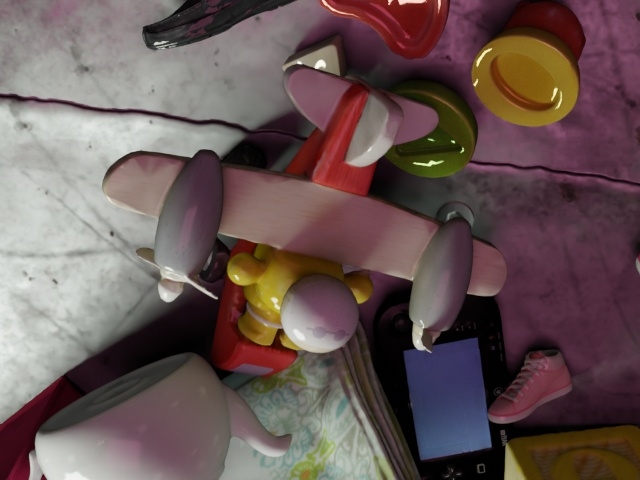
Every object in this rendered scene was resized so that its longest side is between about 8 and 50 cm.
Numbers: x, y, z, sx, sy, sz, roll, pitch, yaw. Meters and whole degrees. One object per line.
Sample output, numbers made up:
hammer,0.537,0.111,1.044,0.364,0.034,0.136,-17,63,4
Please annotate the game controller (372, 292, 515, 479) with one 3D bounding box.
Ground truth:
game controller,0.169,0.207,1.571,0.167,0.067,0.319,-7,115,8

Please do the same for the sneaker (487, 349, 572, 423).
sneaker,0.269,0.185,1.539,0.134,0.051,0.070,-22,109,-24

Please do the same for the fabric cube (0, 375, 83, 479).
fabric cube,-0.375,0.395,1.606,0.259,0.254,0.258,-37,105,20

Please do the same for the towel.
towel,-0.053,0.311,1.514,0.374,0.320,0.090,-35,144,19

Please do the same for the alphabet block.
alphabet block,0.358,0.383,1.555,0.194,0.192,0.197,-6,115,-8

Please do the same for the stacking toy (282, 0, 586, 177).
stacking toy,0.133,-0.235,1.371,0.309,0.130,0.279,38,139,-10

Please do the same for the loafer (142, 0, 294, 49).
loafer,-0.109,-0.286,1.359,0.223,0.076,0.078,-22,106,9

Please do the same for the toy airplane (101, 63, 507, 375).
toy airplane,0.000,0.000,1.331,0.386,0.272,0.384,-19,133,6

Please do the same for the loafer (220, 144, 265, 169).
loafer,-0.139,-0.049,1.478,0.062,0.061,0.170,37,113,-13

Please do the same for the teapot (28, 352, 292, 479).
teapot,-0.212,0.266,1.426,0.256,0.252,0.187,-20,97,34

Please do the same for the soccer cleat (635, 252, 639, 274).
soccer cleat,0.547,0.091,1.455,0.331,0.116,0.143,9,115,0
